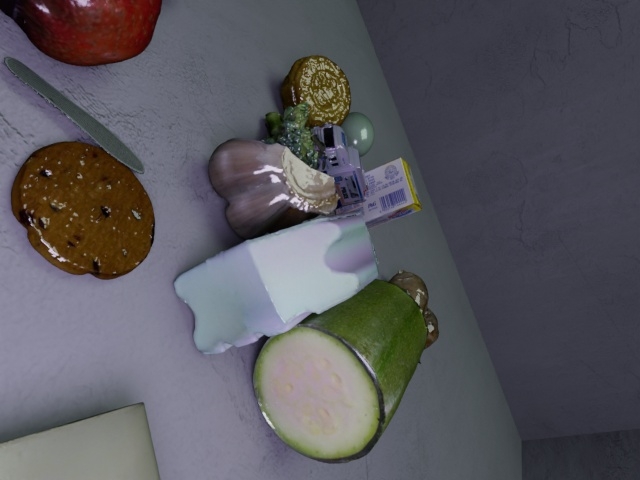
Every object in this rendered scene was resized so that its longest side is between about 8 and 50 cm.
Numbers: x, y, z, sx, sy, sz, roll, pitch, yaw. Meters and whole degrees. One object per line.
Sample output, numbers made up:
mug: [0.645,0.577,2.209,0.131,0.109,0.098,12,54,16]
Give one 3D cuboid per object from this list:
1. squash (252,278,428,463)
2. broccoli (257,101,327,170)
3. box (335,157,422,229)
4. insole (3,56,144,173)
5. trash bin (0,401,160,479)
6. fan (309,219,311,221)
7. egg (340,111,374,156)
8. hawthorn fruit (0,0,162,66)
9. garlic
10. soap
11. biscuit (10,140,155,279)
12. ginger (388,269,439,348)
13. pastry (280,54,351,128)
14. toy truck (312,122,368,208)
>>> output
squash: [0.066,0.243,0.895,0.384,0.262,0.263,-19,88,-64]
broccoli: [-0.093,-0.268,1.053,0.176,0.199,0.275,-3,59,-16]
box: [0.179,-0.137,1.376,0.097,0.264,0.169,20,52,-59]
insole: [-0.362,-0.185,0.644,0.232,0.003,0.080,45,11,-35]
trash bin: [-0.252,0.310,0.407,0.243,0.121,0.248,10,60,-59]
fan: [0.000,0.000,1.226,0.176,0.005,0.113,63,28,-16]
egg: [0.128,-0.395,1.590,0.149,0.149,0.193,42,36,-43]
hawthorn fruit: [-0.347,-0.372,0.638,0.216,0.215,0.250,65,22,-9]
garlic: [-0.105,-0.109,0.880,0.237,0.291,0.210,-18,96,-39]
soap: [-0.031,0.057,0.844,0.446,0.261,0.156,-16,83,-63]
biscuit: [-0.327,-0.045,0.606,0.212,0.036,0.212,46,32,-40]
ginger: [0.334,0.274,1.527,0.245,0.155,0.304,-77,147,-59]
pastry: [-0.011,-0.445,1.316,0.239,0.132,0.236,12,76,-32]
toy truck: [0.045,-0.215,1.236,0.268,0.155,0.125,63,19,-57]
